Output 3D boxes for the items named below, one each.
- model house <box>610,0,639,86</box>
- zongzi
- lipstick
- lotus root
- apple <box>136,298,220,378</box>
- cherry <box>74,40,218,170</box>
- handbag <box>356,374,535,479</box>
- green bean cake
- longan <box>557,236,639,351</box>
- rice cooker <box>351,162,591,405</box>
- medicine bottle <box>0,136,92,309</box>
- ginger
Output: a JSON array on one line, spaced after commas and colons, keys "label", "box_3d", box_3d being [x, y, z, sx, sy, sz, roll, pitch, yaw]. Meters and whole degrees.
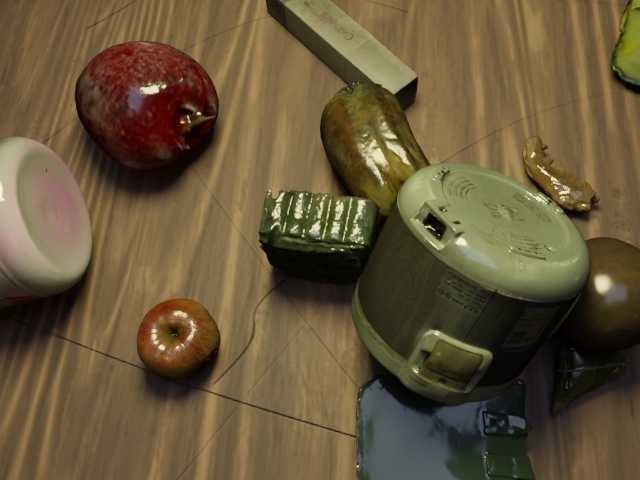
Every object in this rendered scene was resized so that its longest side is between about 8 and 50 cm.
[{"label": "model house", "box_3d": [0.661, -0.388, 1.166, 0.194, 0.170, 0.211, 16, 40, 17]}, {"label": "zongzi", "box_3d": [0.407, 0.218, 0.942, 0.104, 0.052, 0.113, 11, 80, 2]}, {"label": "lipstick", "box_3d": [0.034, -0.388, 1.212, 0.076, 0.079, 0.371, -39, 69, -14]}, {"label": "lotus root", "box_3d": [0.094, -0.147, 1.062, 0.152, 0.160, 0.274, -28, 64, 17]}, {"label": "apple", "box_3d": [-0.223, 0.153, 0.974, 0.126, 0.102, 0.126, 1, 69, -2]}, {"label": "cherry", "box_3d": [-0.314, -0.244, 1.107, 0.300, 0.203, 0.230, 26, 71, 29]}, {"label": "handbag", "box_3d": [0.179, 0.318, 0.891, 0.260, 0.079, 0.247, 2, 67, 3]}, {"label": "green bean cake", "box_3d": [0.000, 0.000, 0.990, 0.182, 0.173, 0.094, 8, 68, 6]}, {"label": "longan", "box_3d": [0.421, 0.081, 0.926, 0.189, 0.189, 0.189, -1, 66, 3]}, {"label": "rice cooker", "box_3d": [0.199, 0.062, 0.873, 0.289, 0.276, 0.288, 14, 34, -10]}, {"label": "medicine bottle", "box_3d": [-0.563, -0.007, 0.982, 0.325, 0.256, 0.256, -14, 66, 5]}, {"label": "ginger", "box_3d": [0.406, -0.114, 1.085, 0.070, 0.051, 0.173, -28, 69, -13]}]
